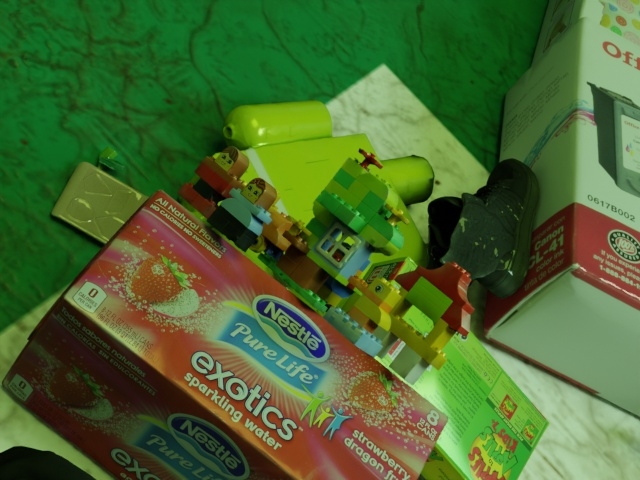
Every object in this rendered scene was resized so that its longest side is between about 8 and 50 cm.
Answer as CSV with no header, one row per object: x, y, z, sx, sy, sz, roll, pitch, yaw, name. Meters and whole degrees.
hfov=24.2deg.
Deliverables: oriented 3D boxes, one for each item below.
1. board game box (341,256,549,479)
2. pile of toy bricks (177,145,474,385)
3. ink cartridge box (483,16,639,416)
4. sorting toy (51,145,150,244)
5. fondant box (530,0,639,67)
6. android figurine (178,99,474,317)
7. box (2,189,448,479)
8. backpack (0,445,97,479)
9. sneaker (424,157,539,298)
0.084,0.109,1.095,0.181,0.043,0.092,49,57,-20,board game box
0.011,-0.011,1.006,0.212,0.105,0.118,39,1,34,pile of toy bricks
0.274,-0.016,1.305,0.226,0.131,0.306,25,49,-17,ink cartridge box
-0.158,-0.033,1.110,0.062,0.012,0.083,28,50,-7,sorting toy
0.360,-0.229,1.544,0.238,0.096,0.330,31,45,-11,fondant box
0.000,0.000,1.164,0.273,0.056,0.248,-8,64,-40,android figurine
-0.062,0.107,0.994,0.257,0.122,0.128,39,44,-3,box
-0.159,0.306,0.722,0.290,0.273,0.355,47,57,-5,backpack
0.126,-0.018,1.198,0.089,0.051,0.170,32,45,-24,sneaker
